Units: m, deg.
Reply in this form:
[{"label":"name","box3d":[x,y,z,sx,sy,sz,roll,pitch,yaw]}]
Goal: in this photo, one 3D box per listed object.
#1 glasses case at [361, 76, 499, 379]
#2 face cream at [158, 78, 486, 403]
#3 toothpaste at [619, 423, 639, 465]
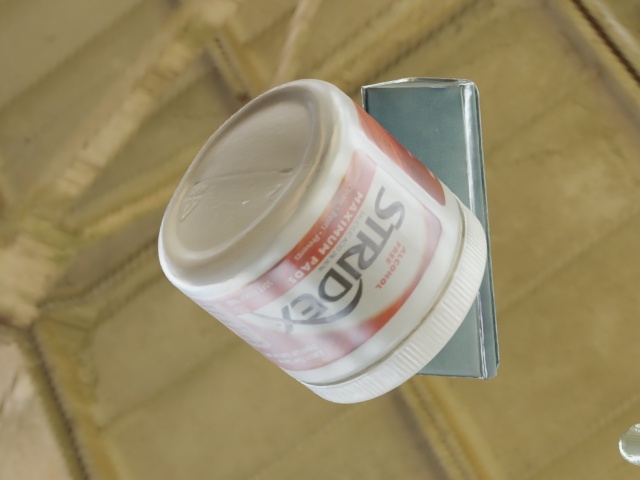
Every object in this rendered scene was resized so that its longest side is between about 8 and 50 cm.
[{"label":"glasses case","box3d":[0.105,-0.011,1.586,0.105,0.056,0.266,1,-76,28]},{"label":"face cream","box3d":[0.000,0.000,1.412,0.201,0.187,0.201,-34,-148,26]},{"label":"toothpaste","box3d":[0.246,0.127,1.006,0.216,0.037,0.062,-2,-78,60]}]
